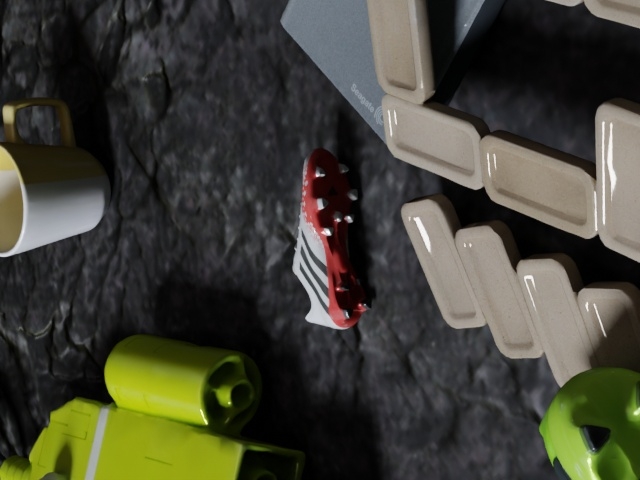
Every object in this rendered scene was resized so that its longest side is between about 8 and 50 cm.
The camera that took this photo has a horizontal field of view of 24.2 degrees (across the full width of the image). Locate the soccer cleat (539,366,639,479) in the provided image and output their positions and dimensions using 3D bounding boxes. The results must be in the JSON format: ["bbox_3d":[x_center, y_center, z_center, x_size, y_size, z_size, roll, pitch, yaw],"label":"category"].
[{"bbox_3d":[0.139,0.125,0.532,0.179,0.060,0.072,59,169,10],"label":"soccer cleat"}]

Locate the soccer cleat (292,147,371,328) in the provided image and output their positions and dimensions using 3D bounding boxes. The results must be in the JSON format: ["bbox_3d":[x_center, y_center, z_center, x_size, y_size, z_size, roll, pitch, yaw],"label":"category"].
[{"bbox_3d":[0.000,0.000,0.683,0.035,0.029,0.083,-5,98,45],"label":"soccer cleat"}]

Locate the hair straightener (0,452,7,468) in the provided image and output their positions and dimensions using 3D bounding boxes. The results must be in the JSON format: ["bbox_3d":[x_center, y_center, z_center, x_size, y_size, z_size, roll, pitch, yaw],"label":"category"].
[{"bbox_3d":[-0.261,0.094,1.002,0.230,0.047,0.089,48,131,26],"label":"hair straightener"}]

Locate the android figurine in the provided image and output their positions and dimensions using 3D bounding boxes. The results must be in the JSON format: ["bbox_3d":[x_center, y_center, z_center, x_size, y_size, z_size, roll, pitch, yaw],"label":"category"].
[{"bbox_3d":[-0.096,0.172,0.768,0.272,0.056,0.248,8,83,49],"label":"android figurine"}]

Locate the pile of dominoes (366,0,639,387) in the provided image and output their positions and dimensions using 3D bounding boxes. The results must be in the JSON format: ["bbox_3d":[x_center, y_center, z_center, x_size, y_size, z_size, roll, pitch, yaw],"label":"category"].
[{"bbox_3d":[0.116,-0.022,0.534,0.251,0.040,0.196,27,135,46],"label":"pile of dominoes"}]

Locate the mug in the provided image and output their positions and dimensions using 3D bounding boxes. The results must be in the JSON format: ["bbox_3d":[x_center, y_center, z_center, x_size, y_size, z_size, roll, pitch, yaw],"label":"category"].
[{"bbox_3d":[-0.149,-0.032,0.821,0.062,0.064,0.078,46,129,34],"label":"mug"}]

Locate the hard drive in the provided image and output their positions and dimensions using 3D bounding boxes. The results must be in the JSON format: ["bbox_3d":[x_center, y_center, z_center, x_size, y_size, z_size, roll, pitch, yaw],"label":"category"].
[{"bbox_3d":[0.038,-0.117,0.618,0.094,0.022,0.135,51,132,29],"label":"hard drive"}]
